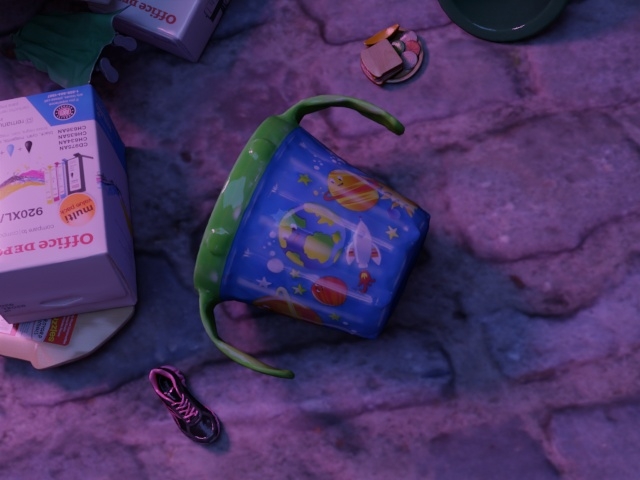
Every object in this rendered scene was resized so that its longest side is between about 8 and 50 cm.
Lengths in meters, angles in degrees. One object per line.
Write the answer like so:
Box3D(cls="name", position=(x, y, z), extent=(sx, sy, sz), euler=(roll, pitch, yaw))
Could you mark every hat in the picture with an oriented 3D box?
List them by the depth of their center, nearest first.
Box3D(cls="hat", position=(0.264, -0.375, 1.668), extent=(0.208, 0.183, 0.173), euler=(-22, 110, 34))

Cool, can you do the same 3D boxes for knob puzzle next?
Box3D(cls="knob puzzle", position=(-0.328, 0.078, 1.665), extent=(0.213, 0.030, 0.213), euler=(-3, 66, 6))

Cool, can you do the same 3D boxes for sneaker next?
Box3D(cls="sneaker", position=(-0.171, 0.199, 1.589), extent=(0.047, 0.057, 0.119), euler=(-42, 72, -4))

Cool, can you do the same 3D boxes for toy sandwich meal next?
Box3D(cls="toy sandwich meal", position=(0.090, -0.240, 1.668), extent=(0.085, 0.029, 0.086), euler=(-3, 74, 11))

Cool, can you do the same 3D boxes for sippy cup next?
Box3D(cls="sippy cup", position=(0.000, 0.000, 1.532), extent=(0.224, 0.240, 0.306), euler=(23, 119, 6))

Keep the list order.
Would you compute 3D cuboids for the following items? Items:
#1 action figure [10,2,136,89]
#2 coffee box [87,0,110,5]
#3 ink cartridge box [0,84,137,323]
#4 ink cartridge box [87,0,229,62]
Box3D(cls="action figure", position=(-0.337, -0.256, 1.709), extent=(0.232, 0.063, 0.137), euler=(18, 73, 43))
Box3D(cls="coffee box", position=(-0.464, -0.492, 1.609), extent=(0.338, 0.334, 0.338), euler=(12, 96, 37))
Box3D(cls="ink cartridge box", position=(-0.332, -0.040, 1.608), extent=(0.171, 0.168, 0.233), euler=(-10, 66, 1))
Box3D(cls="ink cartridge box", position=(-0.192, -0.362, 1.731), extent=(0.153, 0.087, 0.208), euler=(25, 81, 17))
